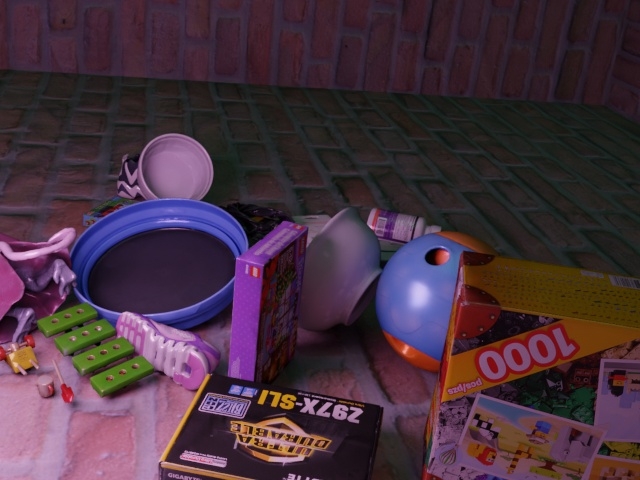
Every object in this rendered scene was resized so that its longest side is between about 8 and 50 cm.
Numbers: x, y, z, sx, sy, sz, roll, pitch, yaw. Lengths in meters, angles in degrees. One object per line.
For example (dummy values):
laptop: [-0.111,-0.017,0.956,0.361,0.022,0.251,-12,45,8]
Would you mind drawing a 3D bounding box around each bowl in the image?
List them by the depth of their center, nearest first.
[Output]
bowl: [0.044,0.086,1.709,0.134,0.298,0.298,33,31,15]
bowl: [-0.349,0.053,1.772,0.391,0.077,0.391,-1,40,1]

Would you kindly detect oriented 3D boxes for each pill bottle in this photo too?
pill bottle: [0.223,-0.018,2.164,0.193,0.108,0.108,12,24,12]

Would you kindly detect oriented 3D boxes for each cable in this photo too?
cable: [-0.153,-0.061,2.035,0.150,0.047,0.184,-7,26,-29]

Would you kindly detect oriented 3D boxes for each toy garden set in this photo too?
toy garden set: [-0.463,0.228,1.504,0.204,0.049,0.244,-22,42,-37]

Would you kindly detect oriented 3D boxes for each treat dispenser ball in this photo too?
treat dispenser ball: [0.256,0.124,1.633,0.288,0.288,0.288,6,24,-2]

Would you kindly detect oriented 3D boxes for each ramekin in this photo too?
ramekin: [-0.410,-0.184,2.239,0.207,0.207,0.109,-6,-7,-26]

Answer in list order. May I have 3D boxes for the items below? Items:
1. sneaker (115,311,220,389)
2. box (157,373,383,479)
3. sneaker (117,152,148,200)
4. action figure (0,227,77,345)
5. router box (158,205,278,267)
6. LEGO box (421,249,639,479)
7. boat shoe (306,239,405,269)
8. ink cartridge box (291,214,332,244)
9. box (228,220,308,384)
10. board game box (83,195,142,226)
sneaker: [-0.290,0.204,1.563,0.236,0.095,0.104,24,22,24]
box: [-0.069,0.340,1.320,0.322,0.079,0.257,10,22,7]
sneaker: [-0.467,-0.191,2.318,0.235,0.153,0.094,11,25,10]
action figure: [-0.690,0.041,1.623,0.370,0.276,0.248,33,39,21]
router box: [-0.219,0.020,1.995,0.243,0.081,0.309,15,25,19]
LEGO box: [0.436,0.253,1.283,0.500,0.372,0.193,8,24,5]
boat shoe: [0.093,0.040,1.969,0.367,0.136,0.156,1,24,-19]
ink cartridge box: [0.000,0.000,2.117,0.115,0.067,0.198,-2,27,-21]
box: [-0.097,0.133,1.509,0.057,0.293,0.201,14,26,17]
board game box: [-0.495,-0.058,2.152,0.211,0.039,0.160,14,24,14]
